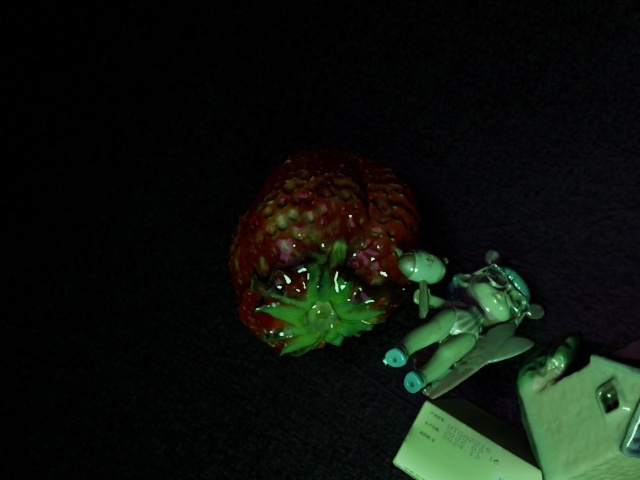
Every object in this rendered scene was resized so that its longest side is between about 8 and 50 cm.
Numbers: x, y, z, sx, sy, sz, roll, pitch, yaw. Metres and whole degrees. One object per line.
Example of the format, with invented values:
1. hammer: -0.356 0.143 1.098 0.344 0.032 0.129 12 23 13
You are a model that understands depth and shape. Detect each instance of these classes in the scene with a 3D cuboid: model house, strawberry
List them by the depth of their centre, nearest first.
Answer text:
1. model house: 0.387 0.167 1.303 0.237 0.237 0.202 -39 45 43
2. strawberry: 0.000 0.000 1.561 0.238 0.250 0.288 -49 37 43

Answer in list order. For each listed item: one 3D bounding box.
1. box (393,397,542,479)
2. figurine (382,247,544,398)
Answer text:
1. box: 0.222 0.286 1.431 0.212 0.168 0.095 29 98 24
2. figurine: 0.161 0.095 1.461 0.205 0.260 0.103 46 138 13
